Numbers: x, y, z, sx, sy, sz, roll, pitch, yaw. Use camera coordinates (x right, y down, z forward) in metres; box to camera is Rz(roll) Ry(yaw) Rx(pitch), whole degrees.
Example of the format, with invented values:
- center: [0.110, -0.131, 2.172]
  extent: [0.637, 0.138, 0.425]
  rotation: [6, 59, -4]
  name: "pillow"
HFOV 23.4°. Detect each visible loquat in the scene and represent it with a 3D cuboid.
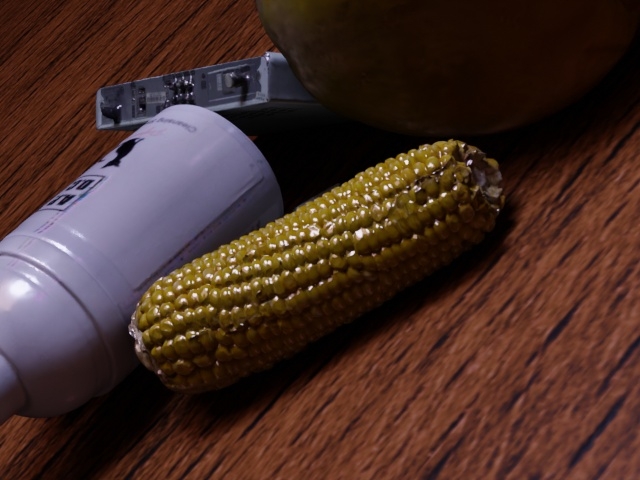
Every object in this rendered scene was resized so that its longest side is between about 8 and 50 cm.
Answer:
- center: [0.099, -0.214, 1.165]
  extent: [0.284, 0.276, 0.276]
  rotation: [-16, 31, 23]
  name: "loquat"

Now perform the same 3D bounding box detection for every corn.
- center: [-0.001, 0.022, 1.103]
  extent: [0.293, 0.106, 0.106]
  rotation: [-27, 26, 13]
  name: "corn"

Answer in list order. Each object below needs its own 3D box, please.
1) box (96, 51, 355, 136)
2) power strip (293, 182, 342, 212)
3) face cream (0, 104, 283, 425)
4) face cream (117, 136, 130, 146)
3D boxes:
- center: [-0.055, -0.125, 1.357]
  extent: [0.211, 0.045, 0.270]
  rotation: [0, -2, -37]
  name: "box"
- center: [0.000, 0.000, 1.230]
  extent: [0.051, 0.019, 0.136]
  rotation: [-27, 26, 17]
  name: "power strip"
- center: [-0.192, 0.047, 1.190]
  extent: [0.145, 0.145, 0.369]
  rotation: [-9, 27, 47]
  name: "face cream"
- center: [-0.196, 0.029, 1.363]
  extent: [0.092, 0.092, 0.311]
  rotation: [-21, 30, 33]
  name: "face cream"
